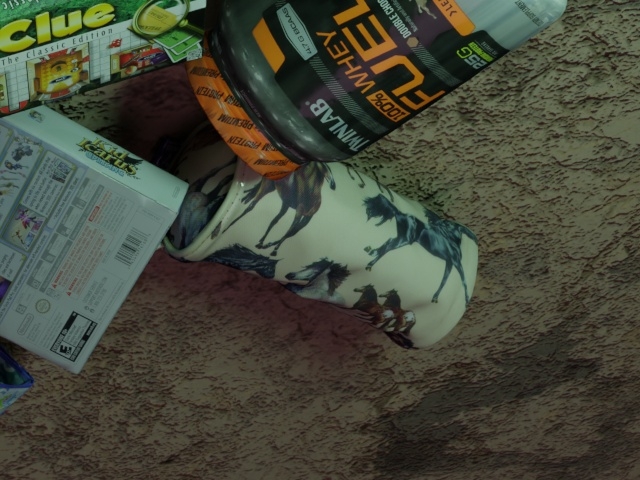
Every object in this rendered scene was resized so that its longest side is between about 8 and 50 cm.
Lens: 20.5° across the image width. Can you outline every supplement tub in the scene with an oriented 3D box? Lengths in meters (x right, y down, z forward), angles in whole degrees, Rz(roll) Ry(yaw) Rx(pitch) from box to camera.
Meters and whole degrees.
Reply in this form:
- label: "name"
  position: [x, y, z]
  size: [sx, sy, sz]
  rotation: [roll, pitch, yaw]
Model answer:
- label: "supplement tub"
  position: [0.048, -0.214, 1.705]
  size: [0.338, 0.207, 0.207]
  rotation: [-34, 138, 18]

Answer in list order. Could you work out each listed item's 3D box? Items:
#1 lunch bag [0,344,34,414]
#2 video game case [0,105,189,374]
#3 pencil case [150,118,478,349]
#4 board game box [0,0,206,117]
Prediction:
- label: "lunch bag"
  position: [-0.429, 0.168, 2.053]
  size: [0.151, 0.096, 0.129]
  rotation: [32, 119, -32]
- label: "video game case"
  position: [-0.303, -0.013, 1.841]
  size: [0.244, 0.061, 0.269]
  rotation: [28, 127, -10]
- label: "pencil case"
  position: [0.000, 0.000, 1.973]
  size: [0.410, 0.159, 0.183]
  rotation: [23, 138, -39]
- label: "board game box"
  position: [-0.219, -0.164, 1.463]
  size: [0.260, 0.030, 0.136]
  rotation: [-19, 151, -16]
